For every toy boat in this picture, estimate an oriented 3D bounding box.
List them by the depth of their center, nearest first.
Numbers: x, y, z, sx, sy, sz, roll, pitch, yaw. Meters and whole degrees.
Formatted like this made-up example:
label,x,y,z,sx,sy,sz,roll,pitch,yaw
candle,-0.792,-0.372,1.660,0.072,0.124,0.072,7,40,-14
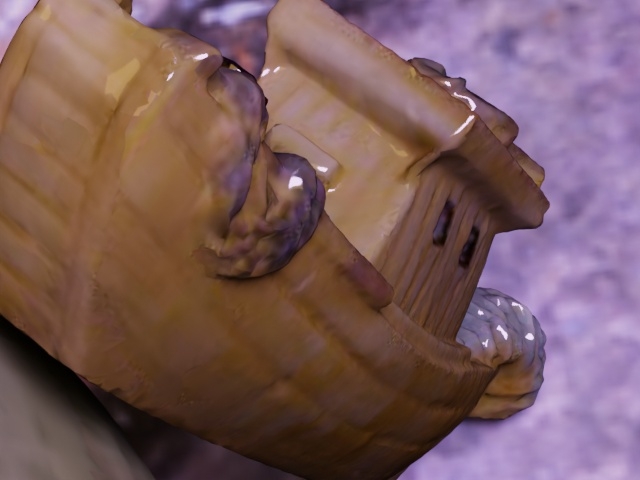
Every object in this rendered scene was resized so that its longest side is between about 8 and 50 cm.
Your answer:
label,x,y,z,sx,sy,sz,roll,pitch,yaw
toy boat,0.000,0.000,0.502,0.089,0.321,0.121,39,89,21

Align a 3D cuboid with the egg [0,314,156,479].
label,x,y,z,sx,sy,sz,roll,pitch,yaw
egg,-0.178,0.187,0.438,0.345,0.345,0.428,-6,85,4
